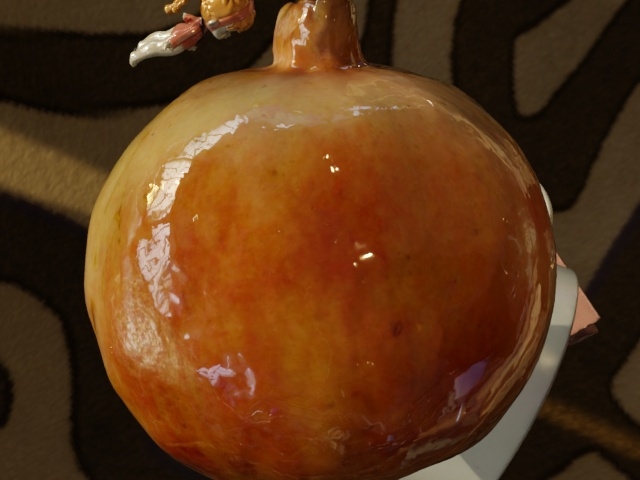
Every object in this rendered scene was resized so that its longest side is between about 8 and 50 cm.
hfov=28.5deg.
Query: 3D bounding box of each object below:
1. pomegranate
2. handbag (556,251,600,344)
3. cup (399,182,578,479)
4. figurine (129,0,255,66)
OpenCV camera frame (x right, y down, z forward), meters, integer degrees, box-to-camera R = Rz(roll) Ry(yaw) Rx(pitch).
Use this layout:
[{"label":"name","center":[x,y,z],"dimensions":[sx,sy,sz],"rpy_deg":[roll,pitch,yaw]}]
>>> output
[{"label":"pomegranate","center":[0.000,0.000,0.692],"dimensions":[0.252,0.229,0.270],"rpy_deg":[-6,105,6]},{"label":"handbag","center":[0.160,0.082,1.293],"dimensions":[0.212,0.059,0.157],"rpy_deg":[-27,65,-9]},{"label":"cup","center":[0.072,0.053,0.996],"dimensions":[0.258,0.219,0.289],"rpy_deg":[24,73,6]},{"label":"figurine","center":[-0.099,-0.160,0.933],"dimensions":[0.047,0.109,0.064],"rpy_deg":[55,29,-25]}]
